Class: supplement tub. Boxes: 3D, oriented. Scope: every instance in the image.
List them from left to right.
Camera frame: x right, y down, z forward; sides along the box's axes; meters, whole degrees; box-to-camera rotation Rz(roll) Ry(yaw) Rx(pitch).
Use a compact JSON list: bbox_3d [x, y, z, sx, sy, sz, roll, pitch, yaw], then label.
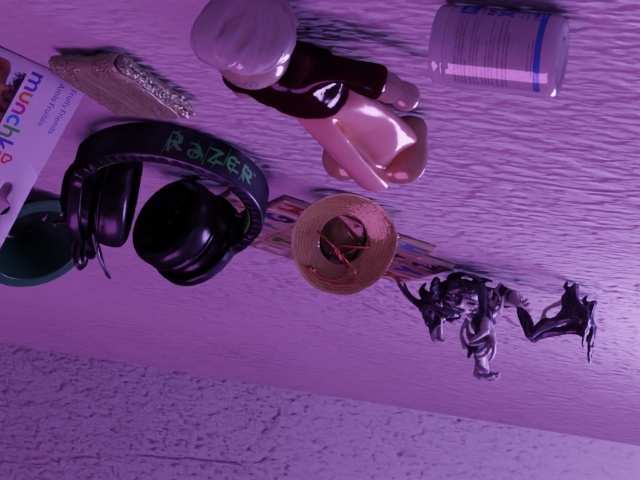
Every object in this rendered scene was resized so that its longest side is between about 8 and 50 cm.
[{"bbox_3d":[0.150,-0.159,1.297,0.107,0.071,0.071,9,165,17],"label":"supplement tub"}]

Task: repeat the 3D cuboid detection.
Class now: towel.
[{"bbox_3d":[-0.215,-0.167,1.681,0.110,0.027,0.148,4,165,34],"label":"towel"}]

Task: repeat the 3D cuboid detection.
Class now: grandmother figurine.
[{"bbox_3d":[-0.007,-0.140,1.463,0.208,0.104,0.342,-5,162,28],"label":"grandmother figurine"}]

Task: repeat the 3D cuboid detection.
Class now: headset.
[{"bbox_3d":[-0.222,-0.057,1.984,0.243,0.185,0.394,24,147,-25],"label":"headset"}]

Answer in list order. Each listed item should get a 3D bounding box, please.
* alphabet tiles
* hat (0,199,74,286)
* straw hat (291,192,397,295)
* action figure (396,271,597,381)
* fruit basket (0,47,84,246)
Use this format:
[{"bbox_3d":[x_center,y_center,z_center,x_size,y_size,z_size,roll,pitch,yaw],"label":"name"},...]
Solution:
[{"bbox_3d":[0.000,0.000,2.169,0.342,0.011,0.285,18,165,-19],"label":"alphabet tiles"},{"bbox_3d":[-0.462,-0.045,2.386,0.173,0.183,0.208,16,125,-40],"label":"hat"},{"bbox_3d":[0.028,-0.007,1.983,0.144,0.144,0.061,15,-155,-7],"label":"straw hat"},{"bbox_3d":[0.238,0.116,2.146,0.276,0.141,0.164,5,166,16],"label":"action figure"},{"bbox_3d":[-0.468,-0.087,1.664,0.353,0.327,0.165,25,-169,-32],"label":"fruit basket"}]
